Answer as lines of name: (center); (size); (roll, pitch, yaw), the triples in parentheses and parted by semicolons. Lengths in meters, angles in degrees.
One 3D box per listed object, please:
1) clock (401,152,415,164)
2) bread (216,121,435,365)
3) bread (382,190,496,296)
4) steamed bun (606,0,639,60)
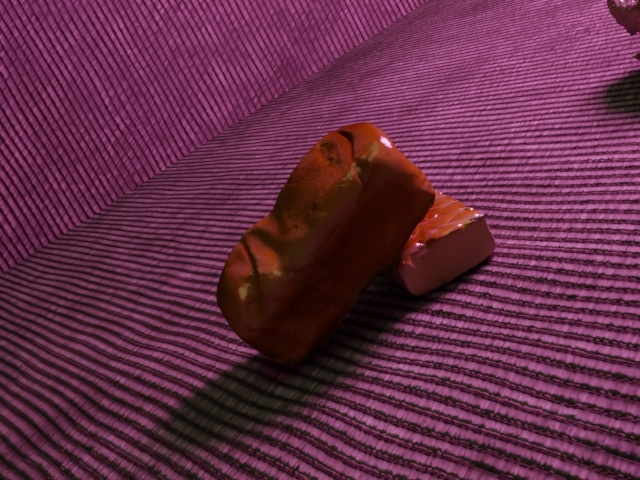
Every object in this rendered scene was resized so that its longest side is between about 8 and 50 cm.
clock: (0.104, -0.101, 1.687); (0.108, 0.045, 0.147); (-34, 18, -12)
bread: (0.000, 0.000, 1.260); (0.294, 0.132, 0.167); (-48, 30, 7)
bread: (0.129, -0.001, 1.314); (0.125, 0.068, 0.188); (-31, 17, -6)
steamed bun: (0.495, -0.328, 1.511); (0.225, 0.200, 0.170); (-63, -2, -59)
